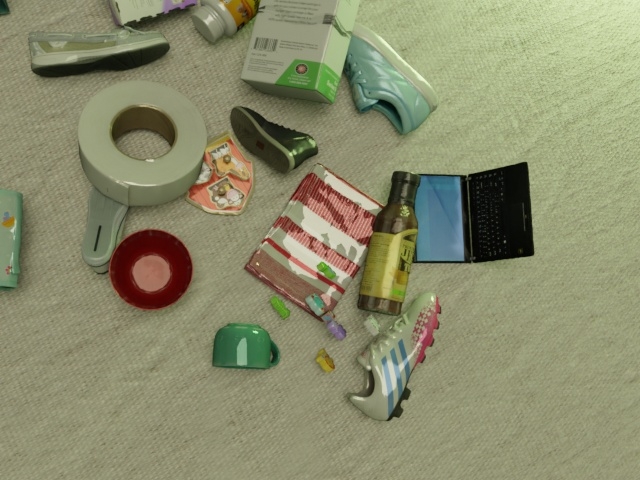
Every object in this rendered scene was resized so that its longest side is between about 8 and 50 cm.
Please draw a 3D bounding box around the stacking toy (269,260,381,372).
[{"bbox_3d":[0.011,0.176,1.641,0.167,0.052,0.221,-39,94,18],"label":"stacking toy"}]

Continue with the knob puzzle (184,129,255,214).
[{"bbox_3d":[-0.241,-0.147,1.712,0.213,0.030,0.213,2,80,-10],"label":"knob puzzle"}]

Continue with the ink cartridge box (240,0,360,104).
[{"bbox_3d":[-0.043,-0.490,1.690,0.211,0.122,0.288,15,89,25],"label":"ink cartridge box"}]

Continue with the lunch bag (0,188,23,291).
[{"bbox_3d":[-0.774,-0.003,1.532,0.263,0.160,0.223,1,79,-4],"label":"lunch bag"}]

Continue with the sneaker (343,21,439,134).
[{"bbox_3d":[0.118,-0.406,1.765,0.366,0.135,0.150,38,76,0],"label":"sneaker"}]

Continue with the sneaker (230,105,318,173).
[{"bbox_3d":[-0.115,-0.256,1.738,0.222,0.083,0.118,44,45,15],"label":"sneaker"}]

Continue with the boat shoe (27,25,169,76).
[{"bbox_3d":[-0.520,-0.459,1.675,0.321,0.118,0.103,-10,87,-4],"label":"boat shoe"}]

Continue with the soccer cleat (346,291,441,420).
[{"bbox_3d":[0.171,0.256,1.669,0.143,0.116,0.331,25,78,-6],"label":"soccer cleat"}]

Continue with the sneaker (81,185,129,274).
[{"bbox_3d":[-0.489,-0.043,1.625,0.094,0.091,0.258,11,58,-3],"label":"sneaker"}]

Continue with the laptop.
[{"bbox_3d":[0.367,-0.067,1.747,0.137,0.265,0.234,8,77,-46],"label":"laptop"}]

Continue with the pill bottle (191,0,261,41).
[{"bbox_3d":[-0.211,-0.586,1.746,0.117,0.117,0.215,45,77,0],"label":"pill bottle"}]

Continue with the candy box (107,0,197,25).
[{"bbox_3d":[-0.415,-0.616,1.690,0.196,0.070,0.164,-24,114,-23],"label":"candy box"}]

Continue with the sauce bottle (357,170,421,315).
[{"bbox_3d":[0.172,0.006,1.700,0.112,0.111,0.344,12,86,-7],"label":"sauce bottle"}]

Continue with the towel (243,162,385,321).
[{"bbox_3d":[0.000,0.000,1.726,0.237,0.037,0.328,34,77,-4],"label":"towel"}]

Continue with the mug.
[{"bbox_3d":[-0.172,0.241,1.618,0.130,0.158,0.097,-1,77,15],"label":"mug"}]

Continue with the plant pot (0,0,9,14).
[{"bbox_3d":[-0.844,-0.651,1.632,0.166,0.165,0.234,-16,76,-12],"label":"plant pot"}]

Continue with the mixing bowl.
[{"bbox_3d":[-0.382,0.071,1.612,0.182,0.098,0.181,2,81,-13],"label":"mixing bowl"}]

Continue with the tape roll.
[{"bbox_3d":[-0.405,-0.221,1.624,0.287,0.100,0.286,6,64,-13],"label":"tape roll"}]
